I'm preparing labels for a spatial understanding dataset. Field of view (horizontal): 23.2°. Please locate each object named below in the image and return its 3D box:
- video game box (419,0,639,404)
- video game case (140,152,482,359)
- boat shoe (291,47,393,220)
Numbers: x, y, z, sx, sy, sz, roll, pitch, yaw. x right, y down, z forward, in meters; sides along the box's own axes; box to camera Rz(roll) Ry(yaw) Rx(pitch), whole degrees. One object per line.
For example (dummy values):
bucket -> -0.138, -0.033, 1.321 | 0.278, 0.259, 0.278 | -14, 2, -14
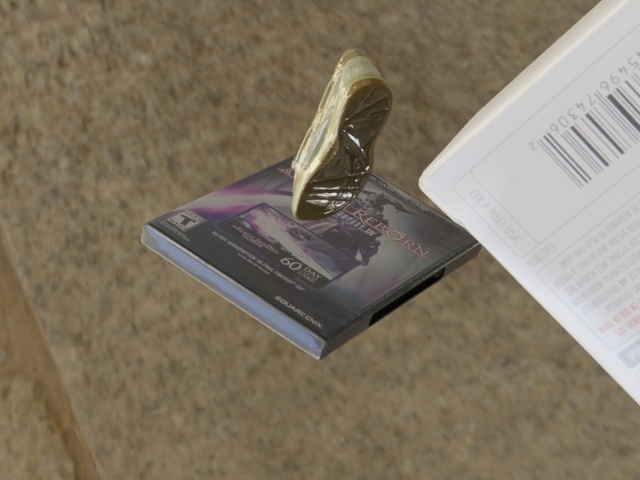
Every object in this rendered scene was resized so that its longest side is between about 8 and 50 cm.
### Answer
video game box -> 0.156, -0.012, 0.325 | 0.187, 0.048, 0.205 | 47, 124, -2
video game case -> 0.000, 0.000, 1.391 | 0.196, 0.274, 0.026 | 32, 124, 21
boat shoe -> 0.011, -0.078, 1.206 | 0.056, 0.048, 0.153 | -4, 139, -24
